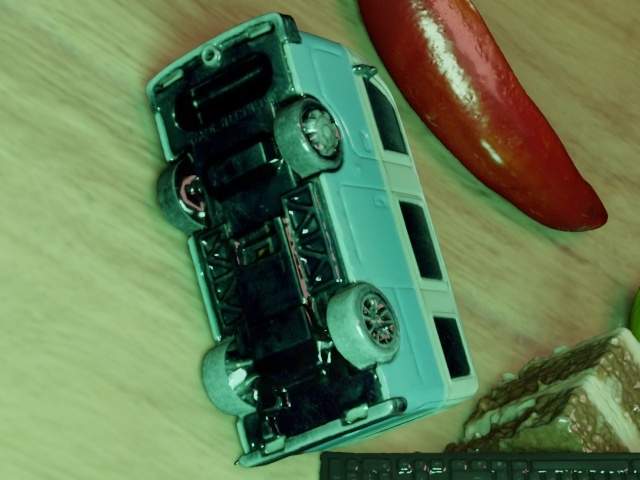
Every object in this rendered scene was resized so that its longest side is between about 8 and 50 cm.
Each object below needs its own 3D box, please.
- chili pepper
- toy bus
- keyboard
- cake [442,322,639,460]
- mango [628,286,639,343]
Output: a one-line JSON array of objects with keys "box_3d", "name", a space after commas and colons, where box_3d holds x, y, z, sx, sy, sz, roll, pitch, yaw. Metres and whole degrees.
[{"box_3d": [0.123, -0.123, 1.450, 0.368, 0.092, 0.137, 57, 17, -18], "name": "chili pepper"}, {"box_3d": [0.000, 0.000, 1.168, 0.165, 0.133, 0.271, 3, 67, -54], "name": "toy bus"}, {"box_3d": [0.124, 0.177, 1.157, 0.250, 0.017, 0.087, 1, 54, -1], "name": "keyboard"}, {"box_3d": [0.185, 0.151, 1.285, 0.134, 0.135, 0.147, 52, 42, -14], "name": "cake"}, {"box_3d": [0.323, 0.102, 1.519, 0.100, 0.119, 0.178, 89, 7, -63], "name": "mango"}]
